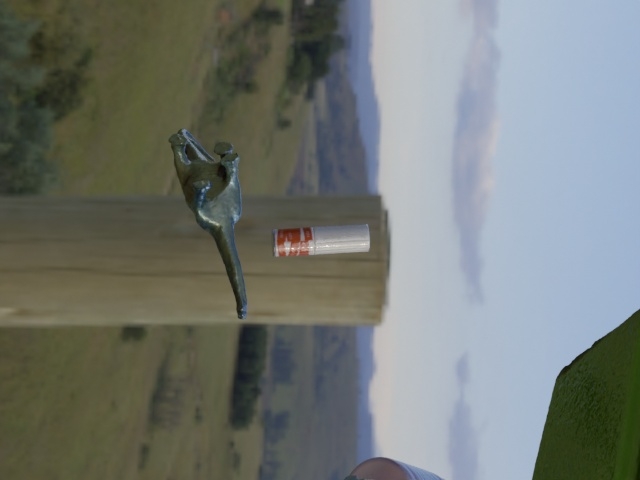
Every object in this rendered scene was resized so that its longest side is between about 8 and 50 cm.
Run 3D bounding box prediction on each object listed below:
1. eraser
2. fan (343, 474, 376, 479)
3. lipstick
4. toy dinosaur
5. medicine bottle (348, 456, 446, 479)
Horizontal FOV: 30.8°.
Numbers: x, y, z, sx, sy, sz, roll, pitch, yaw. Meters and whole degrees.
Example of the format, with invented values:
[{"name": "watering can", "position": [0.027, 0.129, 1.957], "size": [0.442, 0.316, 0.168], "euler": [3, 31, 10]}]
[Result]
[{"name": "eraser", "position": [0.271, 0.185, 1.014], "size": [0.210, 0.092, 0.274], "euler": [-52, -173, 46]}, {"name": "fan", "position": [0.031, 0.246, 0.687], "size": [0.009, 0.131, 0.240], "euler": [71, 19, -46]}, {"name": "lipstick", "position": [0.000, 0.000, 1.574], "size": [0.038, 0.131, 0.038], "euler": [177, -90, -83]}, {"name": "toy dinosaur", "position": [-0.146, -0.066, 1.513], "size": [0.147, 0.076, 0.363], "euler": [90, -17, -44]}, {"name": "medicine bottle", "position": [0.145, 0.449, 1.981], "size": [0.250, 0.133, 0.133], "euler": [36, 51, -59]}]
